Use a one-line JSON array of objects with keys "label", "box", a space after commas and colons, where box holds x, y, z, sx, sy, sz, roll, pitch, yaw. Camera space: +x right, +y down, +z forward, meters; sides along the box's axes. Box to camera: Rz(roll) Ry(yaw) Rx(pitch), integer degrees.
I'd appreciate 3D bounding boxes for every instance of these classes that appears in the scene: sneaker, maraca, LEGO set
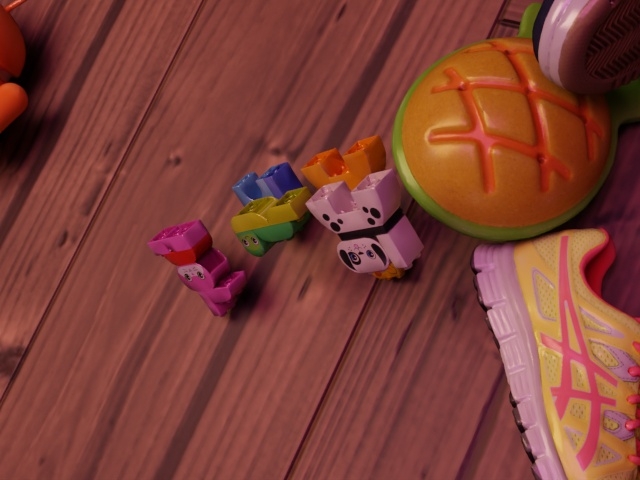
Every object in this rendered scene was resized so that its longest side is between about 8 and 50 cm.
[{"label": "sneaker", "box": [0.173, -0.206, 0.552, 0.153, 0.099, 0.282, 32, 66, 29]}, {"label": "maraca", "box": [0.126, -0.075, 0.556, 0.186, 0.099, 0.127, -40, 79, -21]}, {"label": "sneaker", "box": [0.153, 0.080, 0.498, 0.094, 0.081, 0.208, -21, 64, 15]}, {"label": "LEGO set", "box": [0.000, 0.000, 0.592, 0.227, 0.093, 0.087, -11, 28, 49]}]

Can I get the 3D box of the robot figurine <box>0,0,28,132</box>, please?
[{"label": "robot figurine", "box": [-0.331, -0.128, 0.767, 0.158, 0.128, 0.219, 22, 82, 57]}]
